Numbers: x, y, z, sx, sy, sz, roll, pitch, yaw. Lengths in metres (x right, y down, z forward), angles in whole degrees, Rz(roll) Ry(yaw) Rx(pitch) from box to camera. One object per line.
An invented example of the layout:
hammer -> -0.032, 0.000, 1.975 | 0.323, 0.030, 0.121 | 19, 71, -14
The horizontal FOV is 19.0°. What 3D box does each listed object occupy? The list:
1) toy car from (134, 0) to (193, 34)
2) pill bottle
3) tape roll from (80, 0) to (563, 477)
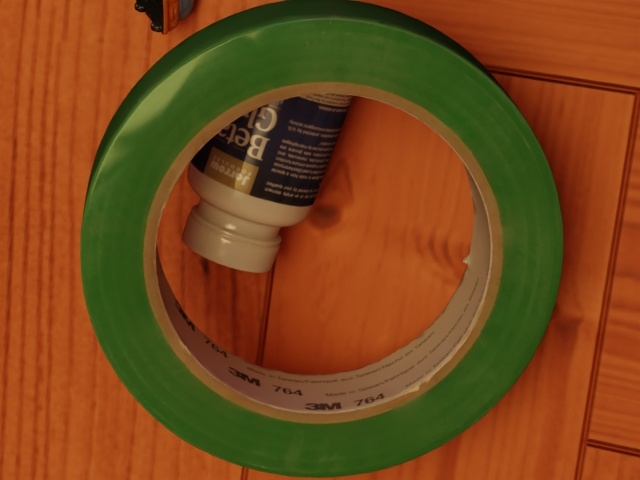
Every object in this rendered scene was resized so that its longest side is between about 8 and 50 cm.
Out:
toy car -> -0.108, -0.144, 1.417 | 0.040, 0.060, 0.122 | -16, 113, -22
pill bottle -> -0.039, -0.067, 1.360 | 0.094, 0.094, 0.169 | 24, 104, 16
tape roll -> 0.000, 0.000, 1.294 | 0.321, 0.077, 0.321 | -1, 107, -4
